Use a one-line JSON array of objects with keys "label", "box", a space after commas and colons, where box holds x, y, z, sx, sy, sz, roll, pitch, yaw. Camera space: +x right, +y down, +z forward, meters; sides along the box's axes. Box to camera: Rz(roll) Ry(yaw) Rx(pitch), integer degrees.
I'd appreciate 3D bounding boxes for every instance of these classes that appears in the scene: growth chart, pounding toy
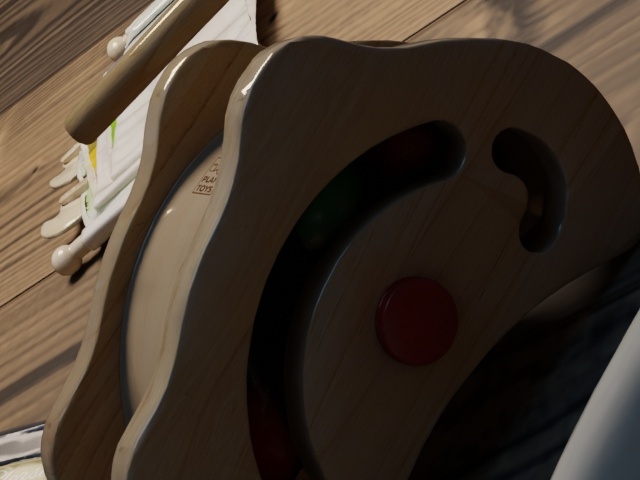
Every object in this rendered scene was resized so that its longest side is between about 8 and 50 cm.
[{"label": "growth chart", "box": [-0.084, -0.089, 1.088, 0.172, 0.021, 0.237, -37, 27, 24]}, {"label": "pounding toy", "box": [0.000, 0.000, 0.689, 0.155, 0.154, 0.270, 9, 79, 62]}]

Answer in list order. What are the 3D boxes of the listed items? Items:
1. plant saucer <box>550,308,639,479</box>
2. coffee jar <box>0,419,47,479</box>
[{"label": "plant saucer", "box": [0.130, 0.114, 0.259, 0.400, 0.100, 0.400, -57, 20, 35]}, {"label": "coffee jar", "box": [-0.106, 0.145, 0.699, 0.096, 0.079, 0.184, -16, 36, 18]}]
